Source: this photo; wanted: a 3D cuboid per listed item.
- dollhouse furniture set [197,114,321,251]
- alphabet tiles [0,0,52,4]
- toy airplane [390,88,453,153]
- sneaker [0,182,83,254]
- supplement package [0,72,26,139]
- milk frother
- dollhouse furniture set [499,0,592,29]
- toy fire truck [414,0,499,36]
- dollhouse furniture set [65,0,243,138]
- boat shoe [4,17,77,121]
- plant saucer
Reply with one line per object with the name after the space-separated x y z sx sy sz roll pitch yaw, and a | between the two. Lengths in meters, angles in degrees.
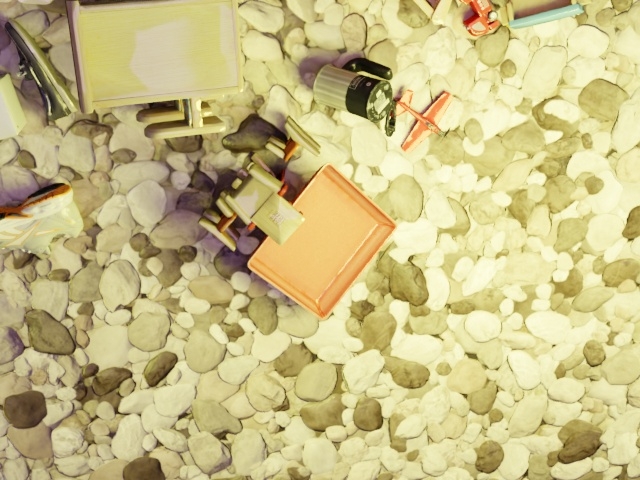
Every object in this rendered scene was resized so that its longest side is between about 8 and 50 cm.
-0.101 -0.086 1.841 0.135 0.259 0.262 41 101 -9 | dollhouse furniture set
-0.552 -0.573 1.731 0.277 0.021 0.284 2 109 -8 | alphabet tiles
0.201 -0.251 1.945 0.151 0.028 0.151 -2 111 -6 | toy airplane
-0.591 -0.009 1.889 0.262 0.099 0.121 -21 115 1 | sneaker
-0.658 -0.232 1.792 0.179 0.105 0.105 -16 110 -2 | supplement package
0.078 -0.271 1.879 0.129 0.134 0.143 -38 139 -37 | milk frother
0.484 -0.571 1.853 0.303 0.198 0.287 -11 90 28 | dollhouse furniture set
0.249 -0.467 1.865 0.135 0.047 0.192 -31 111 4 | toy fire truck
-0.301 -0.350 1.639 0.256 0.394 0.362 -8 111 -15 | dollhouse furniture set
-0.536 -0.315 1.797 0.065 0.075 0.206 -31 115 0 | boat shoe
0.000 0.000 1.940 0.258 0.047 0.259 -52 130 -1 | plant saucer
